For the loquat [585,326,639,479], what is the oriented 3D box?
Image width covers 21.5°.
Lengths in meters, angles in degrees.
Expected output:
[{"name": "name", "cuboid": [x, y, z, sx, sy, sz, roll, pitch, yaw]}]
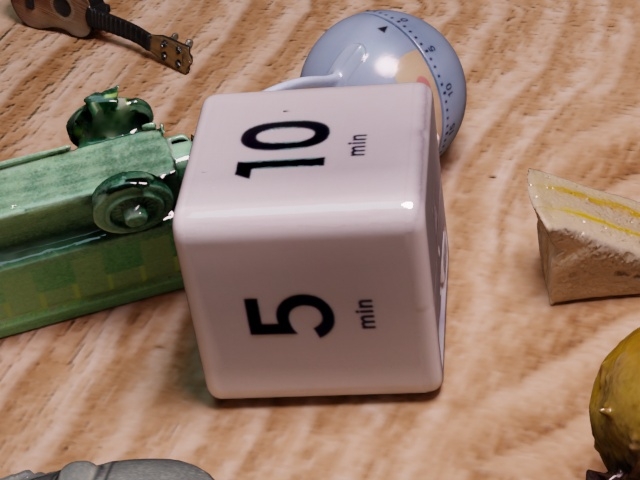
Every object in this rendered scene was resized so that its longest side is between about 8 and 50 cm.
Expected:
[{"name": "loquat", "cuboid": [0.283, 0.126, 1.191, 0.204, 0.149, 0.172, -16, 32, -28]}]

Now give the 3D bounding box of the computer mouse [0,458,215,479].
[{"name": "computer mouse", "cuboid": [-0.145, 0.235, 1.041, 0.203, 0.114, 0.374, -12, 34, -1]}]

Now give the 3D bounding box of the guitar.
[{"name": "guitar", "cuboid": [-0.236, -0.245, 1.862, 0.271, 0.084, 0.038, 24, 46, 28]}]

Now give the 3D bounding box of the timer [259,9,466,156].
[{"name": "timer", "cuboid": [0.036, -0.109, 1.537, 0.175, 0.175, 0.255, 10, 38, 24]}]

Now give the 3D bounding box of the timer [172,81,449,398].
[{"name": "timer", "cuboid": [0.000, 0.000, 1.378, 0.195, 0.194, 0.192, -2, 37, 8]}]

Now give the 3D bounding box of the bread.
[{"name": "bread", "cuboid": [0.253, -0.010, 1.412, 0.152, 0.105, 0.077, -9, 43, 2]}]

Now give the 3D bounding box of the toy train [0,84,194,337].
[{"name": "toy train", "cuboid": [-0.243, -0.012, 1.447, 0.301, 0.202, 0.120, -15, 61, -8]}]
